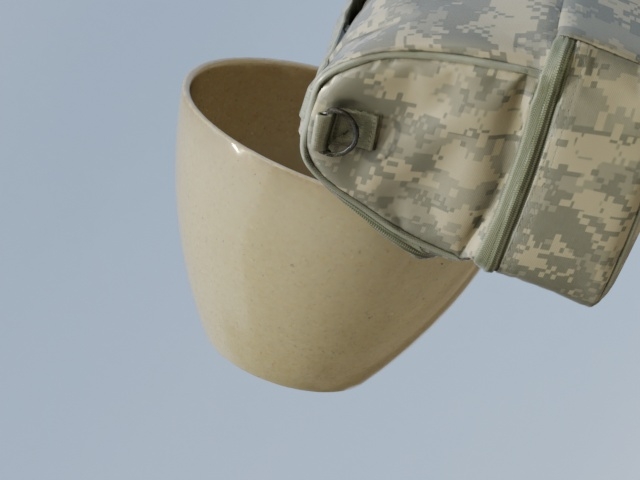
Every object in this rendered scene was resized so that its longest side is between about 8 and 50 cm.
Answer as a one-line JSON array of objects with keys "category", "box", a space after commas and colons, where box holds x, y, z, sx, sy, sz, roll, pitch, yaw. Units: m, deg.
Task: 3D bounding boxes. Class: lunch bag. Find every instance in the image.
[{"category": "lunch bag", "box": [0.129, -0.124, 1.411, 0.305, 0.256, 0.212, -70, -1, -55]}]

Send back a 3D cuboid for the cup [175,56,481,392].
[{"category": "cup", "box": [0.000, 0.000, 1.782, 0.331, 0.331, 0.237, -12, -53, -51]}]
